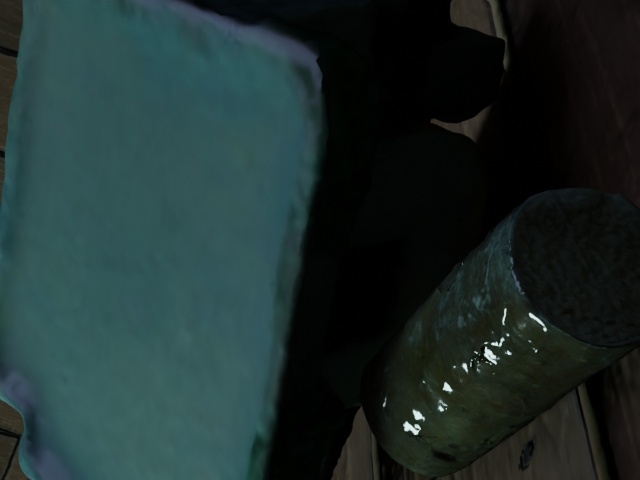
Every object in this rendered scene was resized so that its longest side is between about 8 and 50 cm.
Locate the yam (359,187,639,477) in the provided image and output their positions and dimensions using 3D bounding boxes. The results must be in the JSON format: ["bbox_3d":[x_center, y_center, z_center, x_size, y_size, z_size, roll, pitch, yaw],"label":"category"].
[{"bbox_3d":[0.071,0.038,0.652,0.169,0.068,0.068,130,157,-60],"label":"yam"}]

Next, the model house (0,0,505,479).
[{"bbox_3d":[0.000,0.000,0.835,0.230,0.249,0.280,28,115,42],"label":"model house"}]
